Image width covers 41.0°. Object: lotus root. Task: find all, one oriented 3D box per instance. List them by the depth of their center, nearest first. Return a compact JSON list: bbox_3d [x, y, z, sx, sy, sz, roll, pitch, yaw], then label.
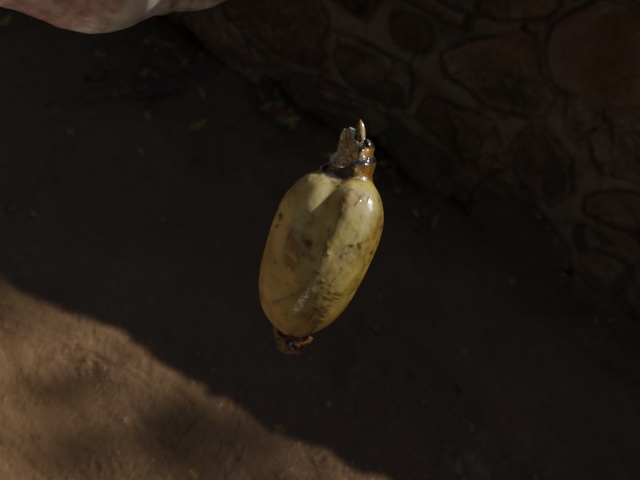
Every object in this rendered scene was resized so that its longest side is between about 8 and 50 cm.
[{"bbox_3d":[0.000,0.000,0.514,0.063,0.151,0.072,18,14,-10],"label":"lotus root"}]

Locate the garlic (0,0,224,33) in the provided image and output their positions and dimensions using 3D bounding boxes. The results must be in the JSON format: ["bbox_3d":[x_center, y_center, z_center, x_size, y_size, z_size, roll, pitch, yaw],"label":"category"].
[{"bbox_3d":[-0.076,-0.189,0.335,0.245,0.244,0.253,-5,30,-32],"label":"garlic"}]
